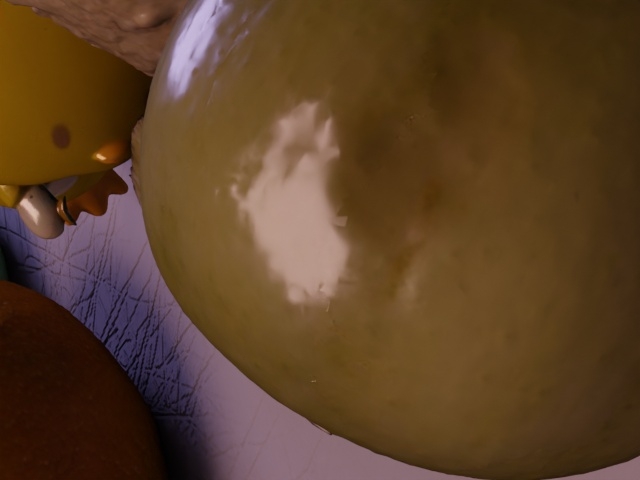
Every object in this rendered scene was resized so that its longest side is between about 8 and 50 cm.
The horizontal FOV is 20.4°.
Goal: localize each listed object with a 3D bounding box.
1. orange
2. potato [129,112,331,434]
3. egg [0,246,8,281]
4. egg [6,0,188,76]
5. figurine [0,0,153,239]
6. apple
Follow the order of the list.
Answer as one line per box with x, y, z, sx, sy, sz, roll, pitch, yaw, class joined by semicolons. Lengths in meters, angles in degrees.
-0.285;0.209;1.453;0.322;0.322;0.357;6;124;59;orange
0.000;0.000;1.055;0.239;0.116;0.299;57;164;3;potato
-0.406;0.041;1.678;0.270;0.220;0.220;-114;25;-52;egg
-0.083;-0.225;0.956;0.279;0.279;0.310;28;146;52;egg
-0.193;-0.095;1.221;0.187;0.215;0.344;58;156;9;figurine
0.071;-0.041;0.771;0.292;0.292;0.254;39;111;45;apple
